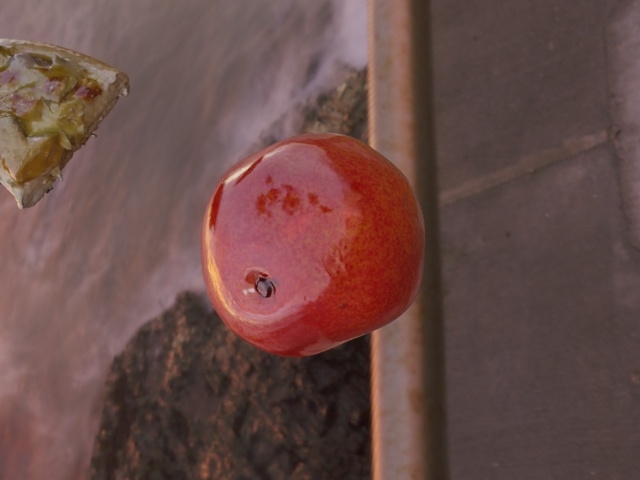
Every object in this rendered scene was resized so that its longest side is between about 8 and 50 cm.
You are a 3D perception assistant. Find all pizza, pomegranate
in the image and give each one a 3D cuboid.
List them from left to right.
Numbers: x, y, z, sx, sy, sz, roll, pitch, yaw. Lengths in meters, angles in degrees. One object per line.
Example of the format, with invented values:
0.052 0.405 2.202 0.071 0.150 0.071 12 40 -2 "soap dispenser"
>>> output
-0.396 -0.150 1.115 0.089 0.323 0.223 95 178 -64 "pizza"
0.000 0.000 0.941 0.220 0.256 0.221 5 99 29 "pomegranate"
